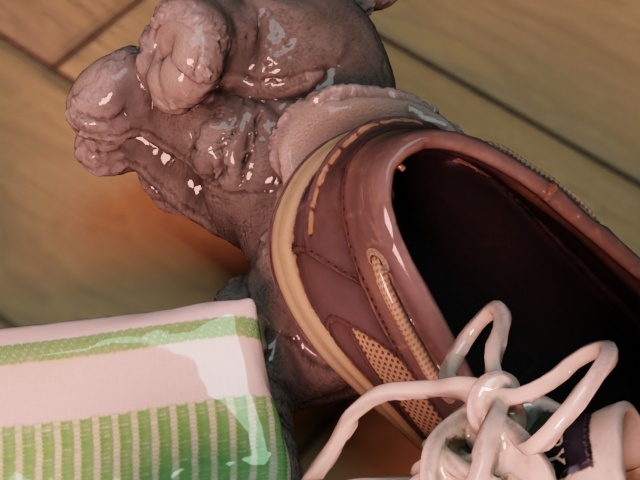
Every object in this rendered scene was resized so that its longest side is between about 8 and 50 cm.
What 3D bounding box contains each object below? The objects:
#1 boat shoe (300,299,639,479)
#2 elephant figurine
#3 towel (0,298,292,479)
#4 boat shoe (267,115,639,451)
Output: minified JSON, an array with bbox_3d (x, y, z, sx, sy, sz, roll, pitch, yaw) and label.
[{"bbox_3d":[0.074,0.094,0.548,0.367,0.156,0.136,5,28,11],"label":"boat shoe"},{"bbox_3d":[0.000,0.000,0.805,0.239,0.186,0.169,54,20,19],"label":"elephant figurine"},{"bbox_3d":[-0.123,0.180,0.644,0.248,0.038,0.324,-7,60,0],"label":"towel"},{"bbox_3d":[0.124,0.090,0.677,0.355,0.130,0.132,40,79,-3],"label":"boat shoe"}]
